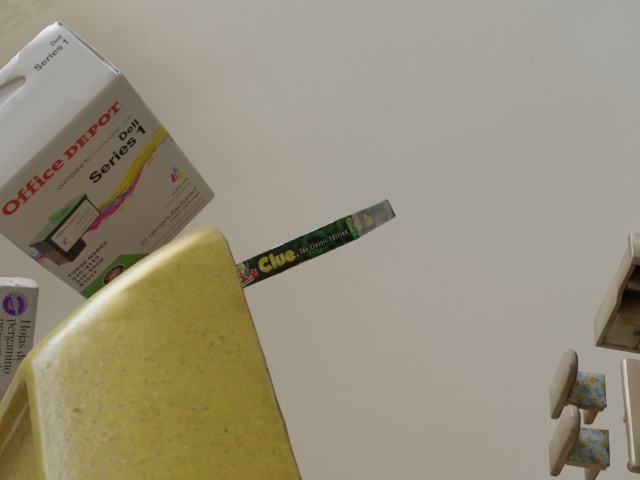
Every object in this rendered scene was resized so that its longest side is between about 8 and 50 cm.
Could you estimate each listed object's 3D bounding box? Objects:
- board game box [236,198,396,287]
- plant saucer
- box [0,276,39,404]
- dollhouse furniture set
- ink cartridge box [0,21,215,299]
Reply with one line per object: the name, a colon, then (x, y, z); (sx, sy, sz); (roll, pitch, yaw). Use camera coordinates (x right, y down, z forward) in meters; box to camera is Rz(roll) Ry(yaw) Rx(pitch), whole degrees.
board game box: (0.000, 0.000, 1.022); (0.030, 0.136, 0.260); (64, -167, 0)
plant saucer: (-0.110, 0.210, 0.392); (0.081, 0.332, 0.332); (11, -140, -33)
box: (-0.390, 0.207, 1.136); (0.067, 0.063, 0.323); (-165, 82, -66)
dollhouse furniture set: (0.373, 0.137, 1.024); (0.161, 0.212, 0.242); (96, -176, -47)
ink cartridge box: (-0.264, -0.070, 1.040); (0.117, 0.201, 0.278); (39, 171, 27)
